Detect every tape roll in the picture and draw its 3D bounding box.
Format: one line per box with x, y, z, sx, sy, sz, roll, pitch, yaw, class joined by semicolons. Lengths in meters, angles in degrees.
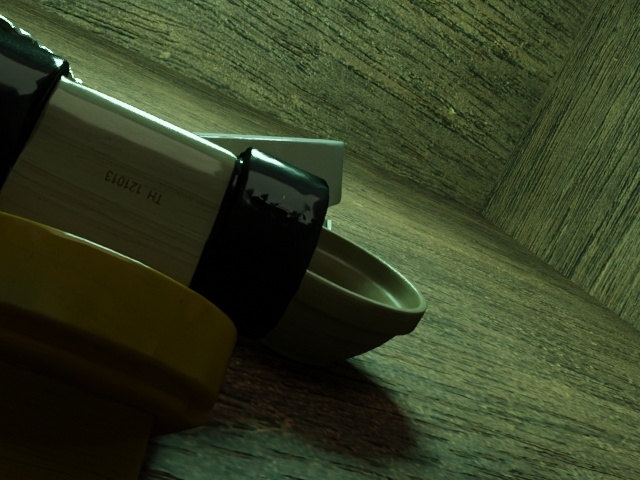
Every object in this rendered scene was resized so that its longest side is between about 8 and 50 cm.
-0.168;-0.084;0.860;0.392;0.072;0.392;2;7;0;tape roll

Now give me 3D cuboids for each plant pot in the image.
-0.014;0.058;0.851;0.237;0.109;0.237;26;13;-7;plant pot

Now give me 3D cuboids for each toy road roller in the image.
-0.158;0.061;0.450;0.203;0.240;0.329;24;-24;-15;toy road roller

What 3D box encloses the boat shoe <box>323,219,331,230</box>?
0.000;0.002;1.279;0.042;0.048;0.133;-1;22;-1;boat shoe

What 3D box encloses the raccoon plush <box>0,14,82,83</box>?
-0.345;-0.063;0.376;0.216;0.299;0.446;31;-2;45;raccoon plush
